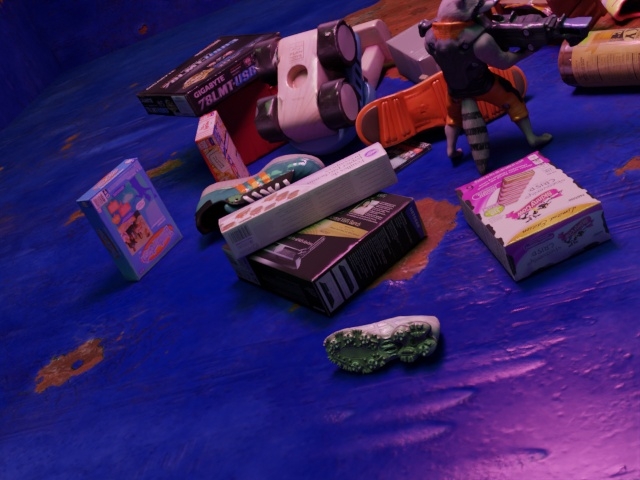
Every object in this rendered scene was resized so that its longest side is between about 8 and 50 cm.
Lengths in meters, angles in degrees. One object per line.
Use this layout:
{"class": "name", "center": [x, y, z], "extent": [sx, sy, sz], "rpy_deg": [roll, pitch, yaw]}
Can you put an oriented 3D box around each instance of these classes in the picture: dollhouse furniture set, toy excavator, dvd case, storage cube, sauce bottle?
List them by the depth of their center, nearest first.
{"class": "sauce bottle", "center": [0.616, -0.343, 1.601], "extent": [0.344, 0.111, 0.111], "rpy_deg": [8, 42, 46]}
{"class": "dvd case", "center": [0.162, -0.172, 1.793], "extent": [0.119, 0.013, 0.087], "rpy_deg": [-34, 28, -18]}
{"class": "dollhouse furniture set", "center": [0.429, -0.434, 1.926], "extent": [0.374, 0.152, 0.201], "rpy_deg": [-50, 32, -8]}
{"class": "toy excavator", "center": [0.048, -0.386, 2.075], "extent": [0.222, 0.445, 0.433], "rpy_deg": [-9, 73, 28]}
{"class": "storage cube", "center": [-0.176, -0.325, 2.167], "extent": [0.193, 0.184, 0.215], "rpy_deg": [-31, 28, -8]}

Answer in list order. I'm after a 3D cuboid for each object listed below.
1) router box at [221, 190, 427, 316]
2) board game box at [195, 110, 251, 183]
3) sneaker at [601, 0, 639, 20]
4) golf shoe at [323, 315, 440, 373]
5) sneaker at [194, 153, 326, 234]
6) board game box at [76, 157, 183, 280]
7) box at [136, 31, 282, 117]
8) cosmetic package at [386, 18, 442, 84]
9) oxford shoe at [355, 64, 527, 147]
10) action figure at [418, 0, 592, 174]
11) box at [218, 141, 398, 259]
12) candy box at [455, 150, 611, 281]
{"class": "router box", "center": [0.000, 0.000, 1.553], "extent": [0.243, 0.081, 0.309], "rpy_deg": [-38, 29, -22]}
{"class": "board game box", "center": [-0.210, -0.174, 1.918], "extent": [0.045, 0.193, 0.147], "rpy_deg": [-22, 27, 9]}
{"class": "sneaker", "center": [0.728, -0.533, 1.886], "extent": [0.208, 0.081, 0.094], "rpy_deg": [-22, 34, 23]}
{"class": "golf shoe", "center": [0.094, 0.146, 1.258], "extent": [0.176, 0.069, 0.086], "rpy_deg": [-9, 12, 25]}
{"class": "sneaker", "center": [-0.127, -0.082, 1.796], "extent": [0.302, 0.108, 0.121], "rpy_deg": [-19, 34, 22]}
{"class": "board game box", "center": [-0.401, -0.044, 1.836], "extent": [0.047, 0.210, 0.160], "rpy_deg": [-2, 35, 40]}
{"class": "box", "center": [-0.269, -0.408, 2.122], "extent": [0.295, 0.073, 0.293], "rpy_deg": [-39, 30, -22]}
{"class": "cosmetic package", "center": [0.264, -0.451, 2.101], "extent": [0.127, 0.107, 0.238], "rpy_deg": [-31, 30, -3]}
{"class": "oxford shoe", "center": [0.248, -0.293, 1.817], "extent": [0.363, 0.130, 0.133], "rpy_deg": [-13, 10, 4]}
{"class": "action figure", "center": [0.309, -0.301, 1.542], "extent": [0.341, 0.330, 0.178], "rpy_deg": [2, 36, 44]}
{"class": "box", "center": [-0.023, -0.070, 1.535], "extent": [0.324, 0.067, 0.063], "rpy_deg": [-27, 27, 1]}
{"class": "candy box", "center": [0.327, -0.045, 1.363], "extent": [0.159, 0.071, 0.233], "rpy_deg": [-25, 28, 1]}
